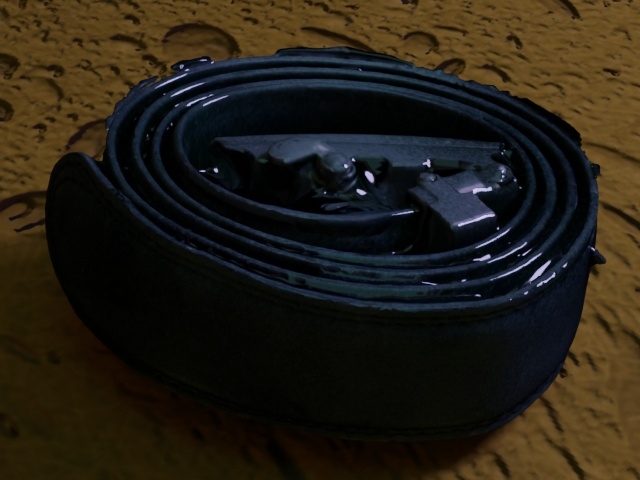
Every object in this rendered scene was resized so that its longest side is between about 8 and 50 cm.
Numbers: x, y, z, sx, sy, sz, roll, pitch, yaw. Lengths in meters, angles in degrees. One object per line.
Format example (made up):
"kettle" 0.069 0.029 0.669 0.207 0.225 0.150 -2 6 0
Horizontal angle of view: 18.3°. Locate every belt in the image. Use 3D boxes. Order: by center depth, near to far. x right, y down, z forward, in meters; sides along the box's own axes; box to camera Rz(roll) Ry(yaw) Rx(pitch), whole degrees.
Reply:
"belt" 0.000 0.000 0.960 0.267 0.116 0.206 8 37 2
